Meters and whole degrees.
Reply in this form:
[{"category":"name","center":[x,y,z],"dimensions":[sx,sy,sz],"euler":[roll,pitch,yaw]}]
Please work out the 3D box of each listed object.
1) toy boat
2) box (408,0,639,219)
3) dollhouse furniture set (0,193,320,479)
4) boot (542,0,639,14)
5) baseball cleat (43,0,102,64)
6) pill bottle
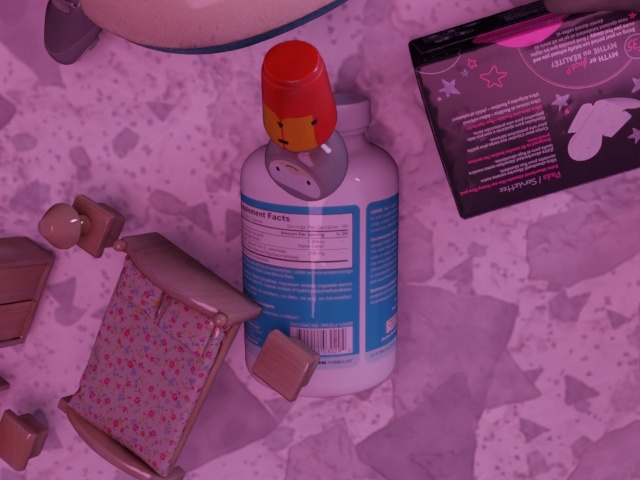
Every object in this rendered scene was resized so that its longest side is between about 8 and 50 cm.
[{"category":"toy boat","center":[-0.055,-0.184,0.909],"dimensions":[0.268,0.318,0.148],"euler":[-18,146,-5]},{"category":"box","center":[0.215,-0.133,0.949],"dimensions":[0.247,0.163,0.142],"euler":[-16,107,7]},{"category":"dollhouse furniture set","center":[-0.230,0.145,0.983],"dimensions":[0.356,0.174,0.303],"euler":[32,109,24]},{"category":"boot","center":[0.289,-0.146,0.816],"dimensions":[0.247,0.083,0.161],"euler":[-8,112,1]},{"category":"baseball cleat","center":[-0.222,-0.261,0.978],"dimensions":[0.072,0.109,0.205],"euler":[29,102,31]},{"category":"pill bottle","center":[0.000,0.000,1.013],"dimensions":[0.146,0.146,0.264],"euler":[1,105,4]}]
